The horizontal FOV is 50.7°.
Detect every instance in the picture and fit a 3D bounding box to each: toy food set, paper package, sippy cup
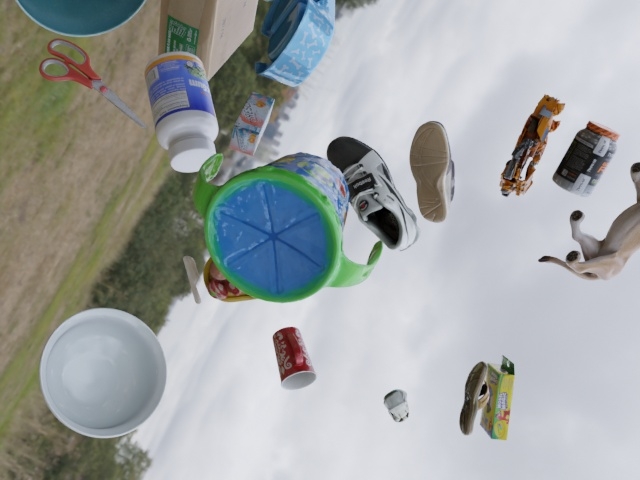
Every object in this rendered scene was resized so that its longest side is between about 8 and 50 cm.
[{"bbox_3d":[-0.196,0.079,1.539,0.071,0.218,0.128,171,-89,-78],"label":"toy food set"},{"bbox_3d":[-0.295,-0.661,1.836,0.309,0.168,0.325,-61,176,-37],"label":"paper package"},{"bbox_3d":[-0.052,-0.045,1.174,0.240,0.305,0.224,-23,-164,25],"label":"sippy cup"}]

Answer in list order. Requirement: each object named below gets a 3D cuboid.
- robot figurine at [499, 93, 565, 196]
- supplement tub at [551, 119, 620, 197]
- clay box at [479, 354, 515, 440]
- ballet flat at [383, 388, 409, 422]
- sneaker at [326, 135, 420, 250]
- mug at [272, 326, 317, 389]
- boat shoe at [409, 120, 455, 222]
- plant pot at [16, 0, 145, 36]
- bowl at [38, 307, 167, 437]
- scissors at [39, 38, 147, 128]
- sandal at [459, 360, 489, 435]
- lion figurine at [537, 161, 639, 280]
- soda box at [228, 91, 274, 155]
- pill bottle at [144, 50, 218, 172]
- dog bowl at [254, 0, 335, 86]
[{"bbox_3d":[0.593,-0.255,1.911,0.291,0.085,0.211,-62,161,-10],"label":"robot figurine"},{"bbox_3d":[0.729,-0.224,1.849,0.117,0.117,0.190,-80,-168,-66],"label":"supplement tub"},{"bbox_3d":[0.515,0.452,1.969,0.127,0.053,0.222,-124,-141,-86],"label":"clay box"},{"bbox_3d":[0.223,0.469,1.897,0.072,0.068,0.213,-30,155,-4],"label":"ballet flat"},{"bbox_3d":[0.121,-0.117,1.650,0.122,0.330,0.146,-39,176,23],"label":"sneaker"},{"bbox_3d":[-0.076,0.349,2.078,0.150,0.113,0.169,-51,-137,34],"label":"mug"},{"bbox_3d":[0.294,-0.183,1.734,0.092,0.103,0.285,-53,140,-46],"label":"boat shoe"},{"bbox_3d":[-0.516,-0.601,1.398,0.290,0.290,0.195,-56,-128,29],"label":"plant pot"},{"bbox_3d":[-0.524,0.318,1.589,0.134,0.298,0.298,-29,-150,48],"label":"bowl"},{"bbox_3d":[-0.513,-0.370,1.574,0.109,0.297,0.021,-64,-178,-20],"label":"scissors"},{"bbox_3d":[0.363,0.366,1.564,0.072,0.049,0.180,-131,-129,-82],"label":"sandal"},{"bbox_3d":[0.701,-0.016,1.528,0.392,0.240,0.142,-37,-140,17],"label":"lion figurine"},{"bbox_3d":[-0.152,-0.262,1.505,0.183,0.058,0.063,-79,-172,-54],"label":"soda box"},{"bbox_3d":[-0.335,-0.311,1.657,0.152,0.152,0.272,-48,-127,56],"label":"pill bottle"},{"bbox_3d":[-0.042,-0.401,1.266,0.166,0.074,0.297,-42,-150,35],"label":"dog bowl"}]
